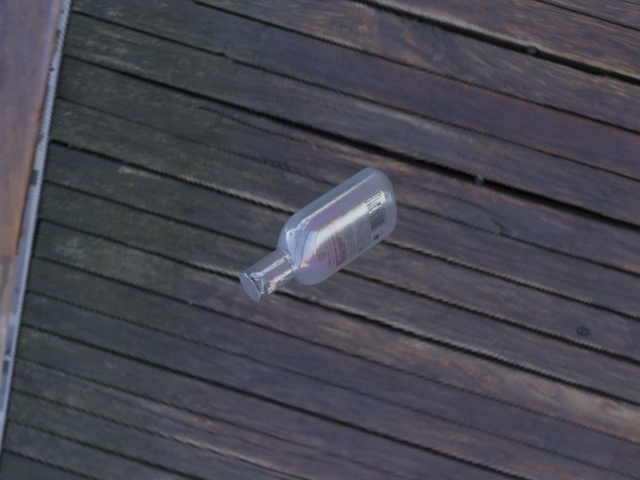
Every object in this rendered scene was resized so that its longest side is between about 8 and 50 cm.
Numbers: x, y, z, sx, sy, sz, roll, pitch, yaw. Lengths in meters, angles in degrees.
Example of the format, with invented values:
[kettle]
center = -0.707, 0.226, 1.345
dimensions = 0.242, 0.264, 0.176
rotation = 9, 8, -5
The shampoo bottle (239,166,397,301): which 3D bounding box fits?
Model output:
[shampoo bottle]
center = 0.000, 0.000, 0.745
dimensions = 0.165, 0.040, 0.080
rotation = -34, 134, -24
